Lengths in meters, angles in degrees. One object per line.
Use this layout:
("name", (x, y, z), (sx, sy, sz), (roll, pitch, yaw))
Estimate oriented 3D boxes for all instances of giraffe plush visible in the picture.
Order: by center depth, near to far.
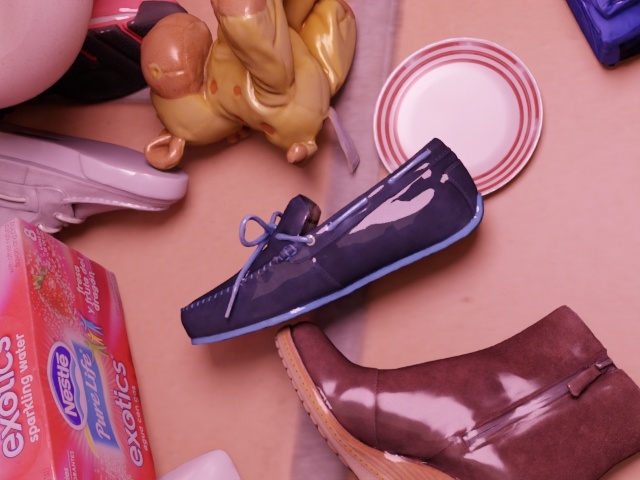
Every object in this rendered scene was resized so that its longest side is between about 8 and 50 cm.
("giraffe plush", (-0.075, -0.144, 0.800), (0.170, 0.181, 0.210), (-4, 112, 28))

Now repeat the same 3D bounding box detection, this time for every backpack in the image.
("backpack", (0.253, -0.203, 0.715), (0.120, 0.101, 0.098), (-24, 79, 9))

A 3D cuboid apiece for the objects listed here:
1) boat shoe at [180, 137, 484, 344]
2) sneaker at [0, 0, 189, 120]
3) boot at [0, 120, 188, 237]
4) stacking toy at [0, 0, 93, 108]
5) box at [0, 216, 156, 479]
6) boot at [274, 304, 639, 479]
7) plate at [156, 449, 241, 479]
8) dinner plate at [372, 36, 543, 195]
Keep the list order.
("boat shoe", (0.000, 0.000, 0.759), (0.258, 0.109, 0.089), (-26, 94, 2))
("sneaker", (-0.273, -0.203, 0.886), (0.313, 0.116, 0.136), (-10, 72, 15))
("boot", (-0.245, -0.032, 0.864), (0.258, 0.095, 0.124), (14, 102, 18))
("stacking toy", (-0.249, -0.370, 0.791), (0.350, 0.351, 0.480), (9, 46, 20))
("box", (-0.240, 0.156, 0.756), (0.154, 0.142, 0.300), (-25, 60, 13))
("boot", (0.105, 0.114, 0.722), (0.206, 0.090, 0.248), (-37, 68, -5))
("plate", (-0.149, 0.351, 0.764), (0.277, 0.045, 0.278), (-28, 72, 11))
("dinner plate", (0.113, -0.100, 0.784), (0.141, 0.017, 0.141), (-4, 78, 19))
